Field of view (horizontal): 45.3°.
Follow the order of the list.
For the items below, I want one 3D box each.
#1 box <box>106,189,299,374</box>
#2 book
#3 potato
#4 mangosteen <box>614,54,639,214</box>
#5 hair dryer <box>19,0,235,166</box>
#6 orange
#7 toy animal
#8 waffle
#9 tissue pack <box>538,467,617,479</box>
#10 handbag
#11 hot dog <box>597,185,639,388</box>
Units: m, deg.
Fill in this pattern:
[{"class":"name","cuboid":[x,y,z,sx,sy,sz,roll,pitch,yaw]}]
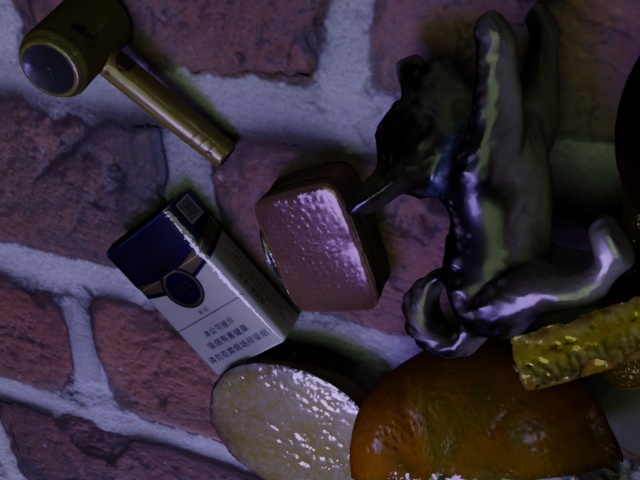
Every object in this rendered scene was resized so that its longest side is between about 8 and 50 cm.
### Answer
[{"class":"box","cuboid":[-0.174,0.066,1.135,0.168,0.071,0.259,-32,107,36]},{"class":"book","cuboid":[0.388,0.174,0.999,0.282,0.025,0.215,29,126,3]},{"class":"potato","cuboid":[-0.017,0.269,1.177,0.299,0.116,0.239,19,124,14]},{"class":"mangosteen","cuboid":[0.410,-0.090,0.661,0.300,0.300,0.300,11,125,16]},{"class":"hair dryer","cuboid":[-0.229,-0.185,0.965,0.278,0.135,0.090,38,129,-17]},{"class":"orange","cuboid":[0.196,0.241,0.948,0.310,0.274,0.274,26,132,35]},{"class":"toy animal","cuboid":[0.160,-0.043,0.830,0.302,0.194,0.344,-30,85,38]},{"class":"waffle","cuboid":[0.308,0.098,0.788,0.229,0.219,0.057,-19,75,8]},{"class":"tissue pack","cuboid":[0.338,0.369,1.124,0.115,0.065,0.155,32,128,1]},{"class":"handbag","cuboid":[0.000,0.000,1.019,0.151,0.072,0.193,-6,120,26]},{"class":"hot dog","cuboid":[0.368,0.040,0.883,0.083,0.068,0.289,2,114,5]}]
